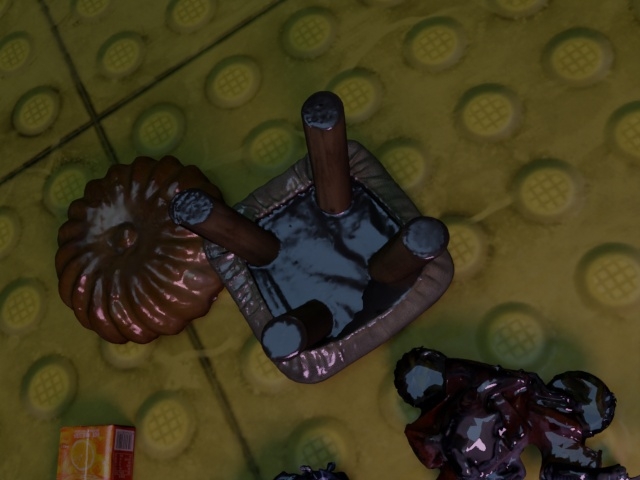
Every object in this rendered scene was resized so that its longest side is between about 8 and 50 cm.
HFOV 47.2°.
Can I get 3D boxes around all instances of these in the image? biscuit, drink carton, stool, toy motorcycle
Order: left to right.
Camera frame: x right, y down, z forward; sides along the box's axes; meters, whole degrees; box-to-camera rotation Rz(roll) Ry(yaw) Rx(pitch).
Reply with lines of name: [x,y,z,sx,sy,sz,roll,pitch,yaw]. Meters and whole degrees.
drink carton: [-0.338,0.389,1.087,0.096,0.071,0.222,-7,70,14]
biscuit: [-0.299,0.007,1.197,0.326,0.107,0.325,-5,73,17]
stool: [0.000,0.000,1.014,0.310,0.226,0.310,-36,74,-5]
toy motorcycle: [0.270,0.255,0.909,0.401,0.134,0.207,5,73,26]

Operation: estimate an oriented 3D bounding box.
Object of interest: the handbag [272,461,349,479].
handbag: [-0.053,0.418,0.968,0.260,0.113,0.162,-46,60,6]
